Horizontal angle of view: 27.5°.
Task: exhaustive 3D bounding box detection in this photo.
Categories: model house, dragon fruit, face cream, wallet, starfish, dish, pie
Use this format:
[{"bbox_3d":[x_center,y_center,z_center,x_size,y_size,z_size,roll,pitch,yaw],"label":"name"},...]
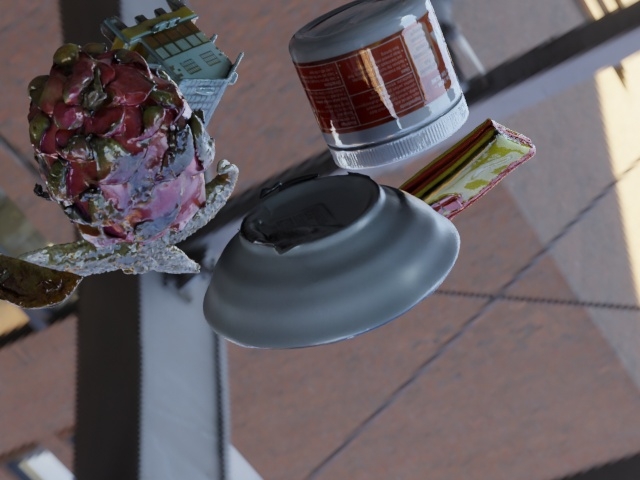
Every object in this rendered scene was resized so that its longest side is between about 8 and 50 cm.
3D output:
[{"bbox_3d":[-0.271,-0.271,2.264,0.198,0.215,0.224,-29,160,-45],"label":"model house"},{"bbox_3d":[-0.300,-0.147,1.858,0.250,0.291,0.269,-38,-141,-12],"label":"dragon fruit"},{"bbox_3d":[0.078,-0.221,1.765,0.201,0.187,0.201,-20,-161,7],"label":"face cream"},{"bbox_3d":[0.256,-0.110,2.299,0.241,0.141,0.067,-39,-126,29],"label":"wallet"},{"bbox_3d":[-0.359,-0.050,2.492,0.082,0.432,0.324,40,-64,49],"label":"starfish"},{"bbox_3d":[0.000,0.000,1.529,0.316,0.106,0.316,-14,-154,7],"label":"dish"},{"bbox_3d":[-0.482,0.063,2.069,0.033,0.191,0.088,106,4,-52],"label":"pie"}]
